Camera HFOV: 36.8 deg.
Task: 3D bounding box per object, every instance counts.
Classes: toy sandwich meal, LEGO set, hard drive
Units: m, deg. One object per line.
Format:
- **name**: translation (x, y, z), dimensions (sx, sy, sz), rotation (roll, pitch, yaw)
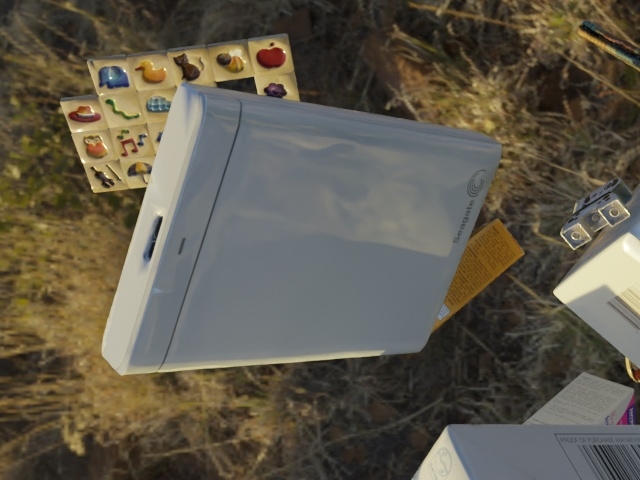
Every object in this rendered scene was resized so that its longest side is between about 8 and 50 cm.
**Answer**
- **toy sandwich meal**: translation (0.468, 0.164, 1.391), dimensions (0.029, 0.085, 0.085), rotation (-2, 82, 39)
- **LEGO set**: translation (0.317, -0.054, 0.784), dimensions (0.227, 0.093, 0.087), rotation (-36, 100, 32)
- **hard drive**: translation (0.000, 0.000, 0.843), dimensions (0.047, 0.353, 0.233), rotation (35, 114, 41)

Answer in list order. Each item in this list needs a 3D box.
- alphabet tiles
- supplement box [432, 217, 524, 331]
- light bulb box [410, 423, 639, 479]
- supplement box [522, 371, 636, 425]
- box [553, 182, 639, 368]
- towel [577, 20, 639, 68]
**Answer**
- **alphabet tiles**: translation (-0.134, -0.109, 0.986), dimensions (0.237, 0.198, 0.009), rotation (-6, 41, 5)
- **supplement box**: translation (0.199, 0.066, 1.477), dimensions (0.233, 0.078, 0.080), rotation (-40, 91, -12)
- **light bulb box**: translation (0.232, 0.383, 0.959), dimensions (0.361, 0.358, 0.225), rotation (-64, 34, 33)
- **supplement box**: translation (0.461, 0.347, 1.729), dimensions (0.114, 0.220, 0.111), rotation (14, 126, 45)
- **box**: translation (0.497, -0.027, 1.246), dimensions (0.168, 0.345, 0.215), rotation (41, 155, 6)
- **towel**: translation (0.618, -0.246, 1.581), dimensions (0.040, 0.370, 0.271), rotation (-60, 19, 16)
